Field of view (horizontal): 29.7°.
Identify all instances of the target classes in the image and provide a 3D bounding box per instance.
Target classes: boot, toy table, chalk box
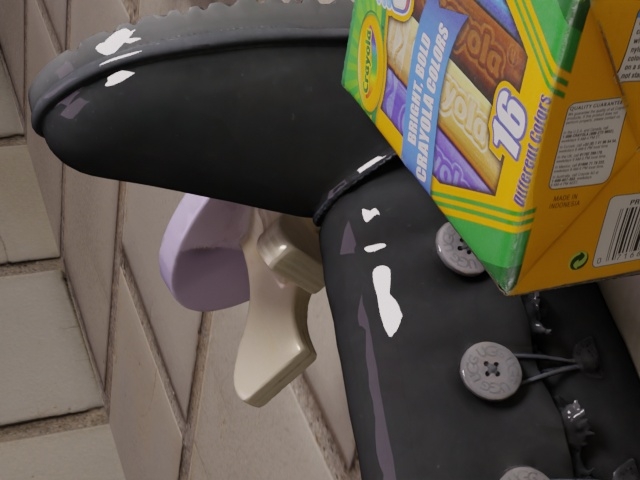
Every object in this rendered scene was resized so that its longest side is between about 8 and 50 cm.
[{"bbox_3d":[0.022,0.064,0.802,0.146,0.367,0.445,112,147,-72],"label":"boot"},{"bbox_3d":[0.000,0.000,1.028,0.274,0.252,0.161,-50,52,19],"label":"toy table"},{"bbox_3d":[0.130,-0.133,0.699,0.289,0.180,0.179,-122,32,-45],"label":"chalk box"}]
